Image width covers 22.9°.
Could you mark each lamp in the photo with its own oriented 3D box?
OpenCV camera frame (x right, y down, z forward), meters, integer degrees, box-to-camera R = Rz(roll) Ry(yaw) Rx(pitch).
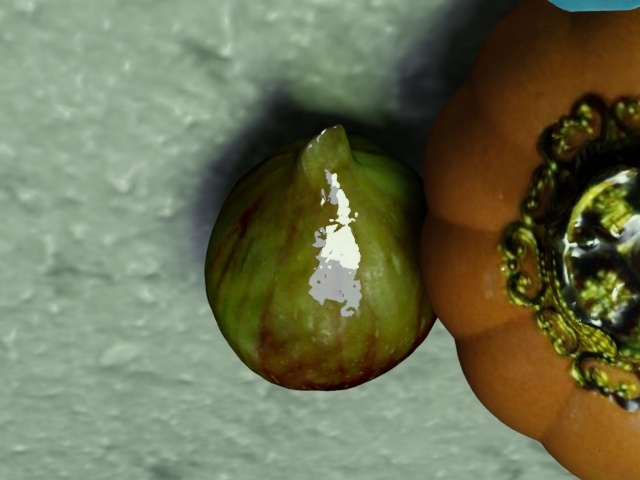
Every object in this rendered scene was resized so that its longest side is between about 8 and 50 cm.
[{"bbox_3d":[0.146,-0.006,0.614,0.223,0.223,0.196,-27,177,22],"label":"lamp"}]

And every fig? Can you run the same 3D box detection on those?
[{"bbox_3d":[0.000,0.000,0.679,0.109,0.103,0.155,-26,147,-7],"label":"fig"}]

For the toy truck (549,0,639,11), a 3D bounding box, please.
[{"bbox_3d":[0.045,-0.222,0.364,0.175,0.146,0.367,15,151,40],"label":"toy truck"}]
